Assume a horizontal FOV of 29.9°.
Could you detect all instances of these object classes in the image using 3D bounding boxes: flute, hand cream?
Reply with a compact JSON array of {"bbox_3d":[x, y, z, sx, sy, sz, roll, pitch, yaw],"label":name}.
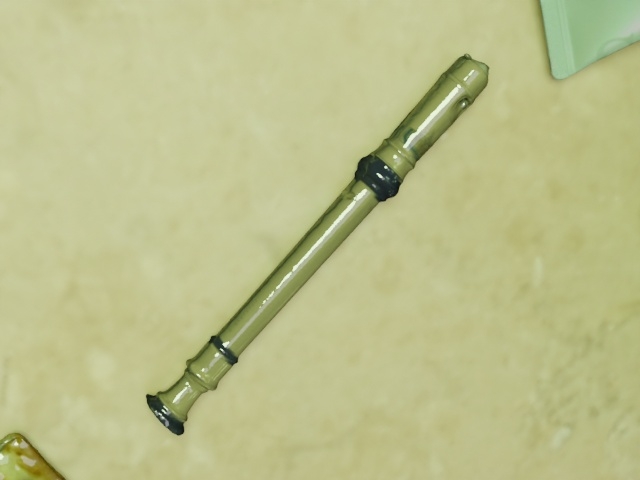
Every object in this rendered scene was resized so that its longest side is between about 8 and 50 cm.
[{"bbox_3d":[0.000,0.000,0.582,0.027,0.027,0.233,41,90,-26],"label":"flute"},{"bbox_3d":[0.201,-0.147,0.592,0.204,0.050,0.078,-21,119,-7],"label":"hand cream"}]

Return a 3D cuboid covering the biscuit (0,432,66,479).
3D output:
[{"bbox_3d":[-0.199,0.207,0.586,0.231,0.016,0.139,-38,116,-4],"label":"biscuit"}]
